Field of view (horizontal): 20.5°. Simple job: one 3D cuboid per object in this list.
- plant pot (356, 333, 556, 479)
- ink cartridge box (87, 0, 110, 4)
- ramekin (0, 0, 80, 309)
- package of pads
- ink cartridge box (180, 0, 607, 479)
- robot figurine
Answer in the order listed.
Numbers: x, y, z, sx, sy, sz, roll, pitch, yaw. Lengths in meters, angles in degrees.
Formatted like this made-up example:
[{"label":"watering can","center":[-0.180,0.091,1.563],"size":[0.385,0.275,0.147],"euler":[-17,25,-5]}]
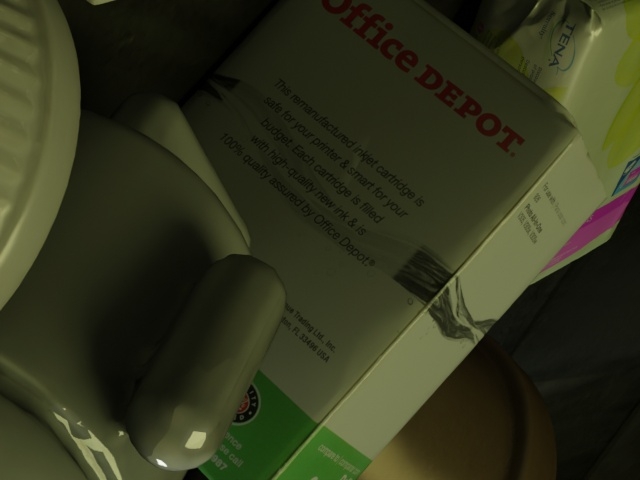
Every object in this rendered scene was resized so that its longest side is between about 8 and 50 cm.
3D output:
[{"label":"plant pot","center":[0.011,0.125,1.269],"size":[0.263,0.263,0.229],"euler":[-45,135,-7]},{"label":"ink cartridge box","center":[-0.050,-0.230,0.804],"size":[0.160,0.092,0.219],"euler":[-23,144,-42]},{"label":"ramekin","center":[-0.208,-0.047,0.694],"size":[0.207,0.207,0.109],"euler":[-51,145,7]},{"label":"package of pads","center":[0.182,-0.097,1.351],"size":[0.229,0.101,0.297],"euler":[-23,144,-44]},{"label":"ink cartridge box","center":[0.000,0.000,1.067],"size":[0.289,0.211,0.121],"euler":[-47,154,-2]},{"label":"robot figurine","center":[-0.155,0.072,0.851],"size":[0.200,0.300,0.353],"euler":[58,38,-25]}]
